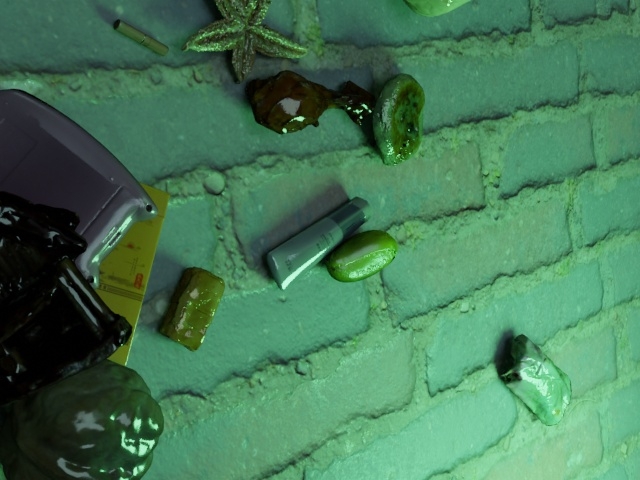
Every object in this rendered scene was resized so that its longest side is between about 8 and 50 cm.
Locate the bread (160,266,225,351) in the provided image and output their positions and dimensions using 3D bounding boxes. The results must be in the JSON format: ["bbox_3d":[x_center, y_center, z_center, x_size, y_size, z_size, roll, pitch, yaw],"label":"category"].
[{"bbox_3d":[-0.206,0.109,1.466,0.074,0.053,0.132,39,63,-36],"label":"bread"}]

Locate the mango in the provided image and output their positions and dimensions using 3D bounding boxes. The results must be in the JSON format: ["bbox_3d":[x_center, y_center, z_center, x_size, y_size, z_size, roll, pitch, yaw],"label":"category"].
[{"bbox_3d":[0.073,0.027,1.710,0.165,0.074,0.091,-14,128,-35],"label":"mango"}]

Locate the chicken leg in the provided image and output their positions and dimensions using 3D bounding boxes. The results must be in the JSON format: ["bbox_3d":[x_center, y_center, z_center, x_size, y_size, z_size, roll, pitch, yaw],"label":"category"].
[{"bbox_3d":[-0.004,-0.254,1.634,0.304,0.093,0.113,-13,87,-46],"label":"chicken leg"}]

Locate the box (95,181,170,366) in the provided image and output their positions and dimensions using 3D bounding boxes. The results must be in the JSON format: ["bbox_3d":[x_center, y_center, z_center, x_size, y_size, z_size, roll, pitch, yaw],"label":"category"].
[{"bbox_3d":[-0.339,0.034,1.328,0.174,0.076,0.274,22,76,-42],"label":"box"}]

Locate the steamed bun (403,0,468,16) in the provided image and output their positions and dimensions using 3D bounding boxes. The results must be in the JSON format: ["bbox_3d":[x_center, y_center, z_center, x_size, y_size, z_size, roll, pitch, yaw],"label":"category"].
[{"bbox_3d":[0.244,-0.601,1.732,0.290,0.272,0.273,33,69,-34],"label":"steamed bun"}]

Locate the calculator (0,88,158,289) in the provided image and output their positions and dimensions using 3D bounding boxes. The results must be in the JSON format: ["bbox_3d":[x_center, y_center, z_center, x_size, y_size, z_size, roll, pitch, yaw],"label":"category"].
[{"bbox_3d":[-0.379,-0.078,1.233,0.294,0.043,0.194,39,76,-7],"label":"calculator"}]

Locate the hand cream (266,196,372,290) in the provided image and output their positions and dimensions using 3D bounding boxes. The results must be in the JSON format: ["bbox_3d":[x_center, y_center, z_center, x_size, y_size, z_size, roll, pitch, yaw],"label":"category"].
[{"bbox_3d":[0.000,0.000,1.663,0.255,0.048,0.079,-36,111,-34],"label":"hand cream"}]

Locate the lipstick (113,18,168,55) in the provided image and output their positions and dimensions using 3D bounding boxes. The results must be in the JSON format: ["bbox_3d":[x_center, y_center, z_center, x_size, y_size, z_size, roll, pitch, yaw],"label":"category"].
[{"bbox_3d":[-0.280,-0.316,1.415,0.094,0.019,0.019,24,74,-40],"label":"lipstick"}]

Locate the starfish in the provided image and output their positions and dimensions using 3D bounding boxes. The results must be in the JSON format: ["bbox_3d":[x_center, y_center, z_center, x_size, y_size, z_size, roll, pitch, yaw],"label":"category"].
[{"bbox_3d":[-0.121,-0.384,1.543,0.295,0.048,0.231,-6,94,-44],"label":"starfish"}]

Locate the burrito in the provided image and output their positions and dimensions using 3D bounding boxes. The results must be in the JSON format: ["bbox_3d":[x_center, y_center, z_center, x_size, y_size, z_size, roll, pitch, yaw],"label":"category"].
[{"bbox_3d":[0.508,0.323,2.113,0.229,0.089,0.144,42,61,-37],"label":"burrito"}]

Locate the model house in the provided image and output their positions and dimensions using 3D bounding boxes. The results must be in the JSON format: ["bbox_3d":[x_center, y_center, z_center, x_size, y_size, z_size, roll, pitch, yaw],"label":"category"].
[{"bbox_3d":[-0.417,0.051,1.063,0.297,0.317,0.282,-29,98,-17],"label":"model house"}]

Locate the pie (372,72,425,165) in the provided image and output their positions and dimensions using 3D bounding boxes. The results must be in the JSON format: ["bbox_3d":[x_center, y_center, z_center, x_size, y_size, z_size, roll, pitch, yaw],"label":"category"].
[{"bbox_3d":[0.159,-0.237,1.788,0.187,0.041,0.187,-24,119,-53],"label":"pie"}]

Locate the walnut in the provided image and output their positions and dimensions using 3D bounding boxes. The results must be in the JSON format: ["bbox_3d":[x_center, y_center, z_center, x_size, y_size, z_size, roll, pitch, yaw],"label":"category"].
[{"bbox_3d":[-0.333,0.263,1.255,0.224,0.224,0.224,-1,91,-43],"label":"walnut"}]
